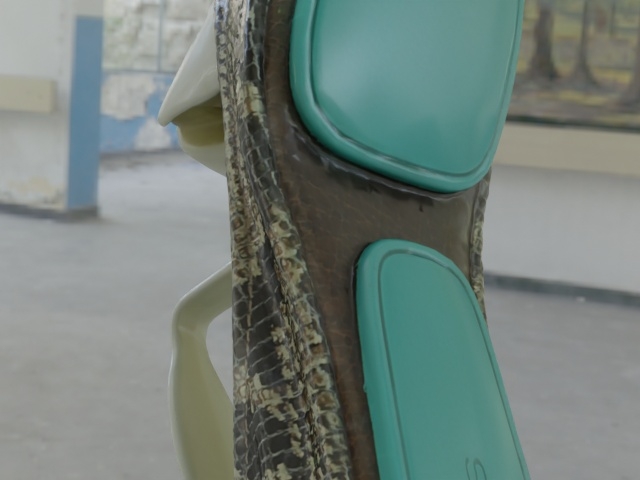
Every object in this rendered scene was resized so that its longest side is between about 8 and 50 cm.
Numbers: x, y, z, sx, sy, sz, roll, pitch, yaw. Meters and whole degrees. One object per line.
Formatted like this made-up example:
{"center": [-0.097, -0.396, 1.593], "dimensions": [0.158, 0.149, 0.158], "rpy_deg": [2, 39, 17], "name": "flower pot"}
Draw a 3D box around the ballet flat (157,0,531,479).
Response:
{"center": [0.000, 0.000, 0.554], "dimensions": [0.182, 0.482, 0.164], "rpy_deg": [-18, -26, 40], "name": "ballet flat"}
